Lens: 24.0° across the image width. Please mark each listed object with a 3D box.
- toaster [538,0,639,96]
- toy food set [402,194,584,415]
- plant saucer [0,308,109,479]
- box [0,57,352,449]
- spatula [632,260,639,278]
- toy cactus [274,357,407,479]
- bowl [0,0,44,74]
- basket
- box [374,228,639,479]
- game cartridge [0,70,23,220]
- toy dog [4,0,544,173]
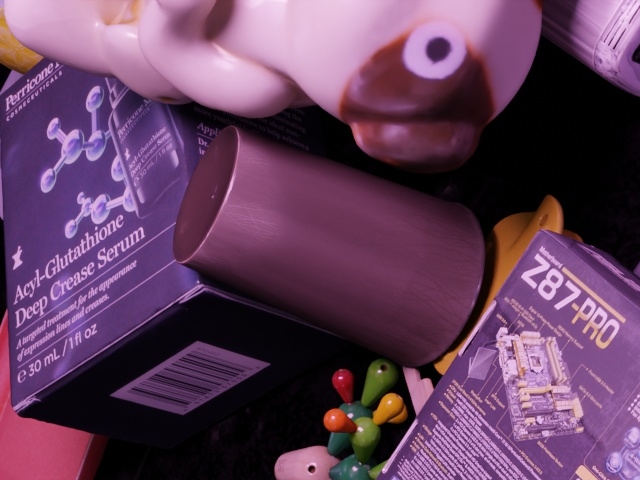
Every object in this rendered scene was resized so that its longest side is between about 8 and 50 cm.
[{"bbox_3d":[0.261,-0.219,1.252,0.227,0.129,0.146,-54,46,14],"label":"toaster"},{"bbox_3d":[0.162,0.068,1.293,0.218,0.071,0.128,-56,19,11],"label":"toy food set"},{"bbox_3d":[-0.317,0.201,1.747,0.258,0.047,0.259,19,87,49],"label":"plant saucer"},{"bbox_3d":[-0.159,-0.033,1.554,0.293,0.212,0.395,-33,52,34],"label":"box"},{"bbox_3d":[0.311,-0.034,1.195,0.296,0.030,0.084,-54,43,16],"label":"spatula"},{"bbox_3d":[0.013,0.215,1.368,0.180,0.112,0.219,-9,76,55],"label":"toy cactus"},{"bbox_3d":[-0.247,-0.263,1.729,0.289,0.156,0.289,-29,19,11],"label":"bowl"},{"bbox_3d":[0.000,0.000,1.312,0.154,0.227,0.204,-67,21,3],"label":"basket"},{"bbox_3d":[0.215,0.224,1.087,0.395,0.097,0.318,44,111,45],"label":"box"},{"bbox_3d":[-0.343,-0.169,1.922,0.294,0.060,0.196,-59,39,11],"label":"game cartridge"},{"bbox_3d":[-0.008,-0.191,1.259,0.408,0.395,0.284,20,72,47],"label":"toy dog"}]
